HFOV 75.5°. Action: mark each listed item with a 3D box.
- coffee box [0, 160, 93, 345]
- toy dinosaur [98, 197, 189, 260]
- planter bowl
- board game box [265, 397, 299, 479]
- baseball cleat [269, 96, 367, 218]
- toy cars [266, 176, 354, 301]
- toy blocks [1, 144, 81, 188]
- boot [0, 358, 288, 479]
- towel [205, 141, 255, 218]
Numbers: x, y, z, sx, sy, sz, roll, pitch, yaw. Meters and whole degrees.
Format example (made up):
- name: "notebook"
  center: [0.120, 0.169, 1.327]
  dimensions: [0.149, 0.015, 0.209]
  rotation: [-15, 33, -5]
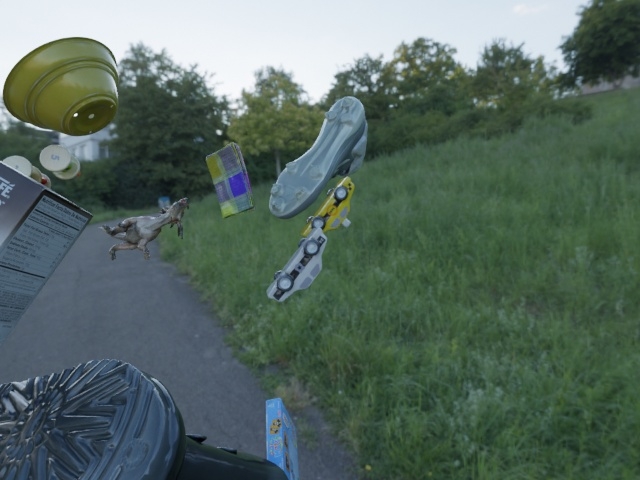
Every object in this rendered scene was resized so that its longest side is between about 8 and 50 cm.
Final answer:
- name: "coffee box"
  center: [-0.426, 0.027, 0.503]
  dimensions: [0.141, 0.247, 0.098]
  rotation: [26, -12, 13]
- name: "toy dinosaur"
  center: [-0.542, -0.032, 1.289]
  dimensions: [0.295, 0.127, 0.200]
  rotation: [-7, 20, 29]
- name: "planter bowl"
  center: [-0.458, -0.264, 0.783]
  dimensions: [0.217, 0.090, 0.217]
  rotation: [-40, -2, -2]
- name: "board game box"
  center: [-0.075, 0.465, 0.858]
  dimensions: [0.039, 0.160, 0.212]
  rotation: [-11, 42, 3]
- name: "baseball cleat"
  center: [0.011, -0.102, 0.593]
  dimensions: [0.072, 0.206, 0.109]
  rotation: [31, -9, 32]
- name: "toy cars"
  center: [0.000, 0.000, 0.990]
  dimensions: [0.087, 0.394, 0.176]
  rotation: [37, -44, -9]
- name: "toy blocks"
  center: [-0.547, -0.132, 0.837]
  dimensions: [0.123, 0.054, 0.148]
  rotation: [-22, -2, -17]
- name: "boot"
  center: [-0.185, 0.324, 0.568]
  dimensions: [0.366, 0.146, 0.445]
  rotation: [-8, -43, 33]
- name: "towel"
  center: [-0.112, -0.072, 0.508]
  dimensions: [0.060, 0.084, 0.009]
  rotation: [-12, 6, 36]
